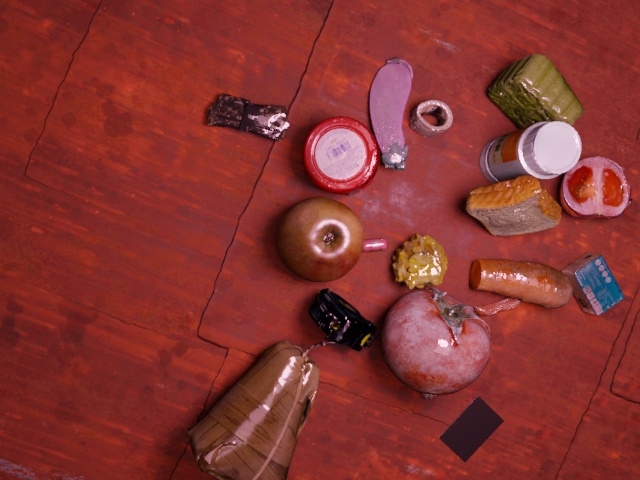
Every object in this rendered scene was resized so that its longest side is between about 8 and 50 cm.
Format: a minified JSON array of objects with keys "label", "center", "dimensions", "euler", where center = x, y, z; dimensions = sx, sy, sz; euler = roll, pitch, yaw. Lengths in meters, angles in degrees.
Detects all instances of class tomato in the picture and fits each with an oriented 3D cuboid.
[{"label":"tomato","center":[0.328,0.289,1.446],"dimensions":[0.316,0.317,0.283],"euler":[17,115,-7]},{"label":"tomato","center":[0.852,-0.160,1.587],"dimensions":[0.227,0.112,0.199],"euler":[8,84,-6]}]

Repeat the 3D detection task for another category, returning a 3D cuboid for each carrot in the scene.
[{"label":"carrot","center":[0.631,0.126,1.560],"dimensions":[0.301,0.139,0.139],"euler":[11,91,-5]}]

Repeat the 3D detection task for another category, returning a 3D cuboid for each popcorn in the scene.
[{"label":"popcorn","center":[0.302,0.073,1.524],"dimensions":[0.173,0.142,0.174],"euler":[-3,97,-24]}]

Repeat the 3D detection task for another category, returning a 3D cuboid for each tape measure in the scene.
[{"label":"tape measure","center":[0.055,0.235,1.476],"dimensions":[0.112,0.199,0.186],"euler":[-49,51,4]}]

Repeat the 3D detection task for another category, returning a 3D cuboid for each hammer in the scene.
[{"label":"hammer","center":[0.166,0.014,1.550],"dimensions":[0.083,0.043,0.043],"euler":[-4,93,-5]}]

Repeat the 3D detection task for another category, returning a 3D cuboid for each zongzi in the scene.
[{"label":"zongzi","center":[-0.091,0.552,1.516],"dimensions":[0.500,0.218,0.467],"euler":[-45,125,-16]}]

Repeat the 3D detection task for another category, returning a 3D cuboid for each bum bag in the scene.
[{"label":"bum bag","center":[-0.212,-0.368,1.479],"dimensions":[0.248,0.069,0.102],"euler":[11,106,-5]}]

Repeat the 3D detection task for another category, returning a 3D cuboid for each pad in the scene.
[{"label":"pad","center":[0.494,0.616,1.629],"dimensions":[0.127,0.004,0.190],"euler":[45,88,-6]}]

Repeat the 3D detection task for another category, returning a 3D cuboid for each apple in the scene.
[{"label":"apple","center":[0.000,0.000,1.436],"dimensions":[0.256,0.234,0.257],"euler":[-1,95,-8]}]

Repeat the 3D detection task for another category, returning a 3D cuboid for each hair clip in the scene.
[{"label":"hair clip","center":[0.216,-0.386,1.529],"dimensions":[0.095,0.110,0.359],"euler":[0,88,-47]}]

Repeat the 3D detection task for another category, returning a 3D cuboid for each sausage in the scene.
[{"label":"sausage","center":[0.573,0.211,1.607],"dimensions":[0.157,0.036,0.042],"euler":[-14,69,-5]}]

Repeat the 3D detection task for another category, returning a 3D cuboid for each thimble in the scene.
[{"label":"thimble","center":[0.339,-0.375,1.530],"dimensions":[0.115,0.090,0.102],"euler":[-2,93,-7]}]

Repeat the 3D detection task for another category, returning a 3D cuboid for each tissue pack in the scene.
[{"label":"tissue pack","center":[0.880,0.140,1.614],"dimensions":[0.120,0.082,0.169],"euler":[-32,95,-5]}]

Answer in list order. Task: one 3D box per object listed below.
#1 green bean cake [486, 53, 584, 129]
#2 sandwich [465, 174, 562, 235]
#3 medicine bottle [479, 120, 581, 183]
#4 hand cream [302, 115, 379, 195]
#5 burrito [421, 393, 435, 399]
[{"label":"green bean cake","center":[0.646,-0.424,1.498],"dimensions":[0.248,0.222,0.125],"euler":[37,86,-9]},{"label":"sandwich","center":[0.566,-0.092,1.468],"dimensions":[0.251,0.226,0.087],"euler":[28,63,-46]},{"label":"medicine bottle","center":[0.600,-0.249,1.450],"dimensions":[0.158,0.318,0.158],"euler":[0,93,-6]},{"label":"hand cream","center":[0.062,-0.245,1.451],"dimensions":[0.230,0.149,0.230],"euler":[0,93,9]},{"label":"burrito","center":[0.397,0.407,1.580],"dimensions":[0.229,0.063,0.058],"euler":[-46,106,-1]}]
